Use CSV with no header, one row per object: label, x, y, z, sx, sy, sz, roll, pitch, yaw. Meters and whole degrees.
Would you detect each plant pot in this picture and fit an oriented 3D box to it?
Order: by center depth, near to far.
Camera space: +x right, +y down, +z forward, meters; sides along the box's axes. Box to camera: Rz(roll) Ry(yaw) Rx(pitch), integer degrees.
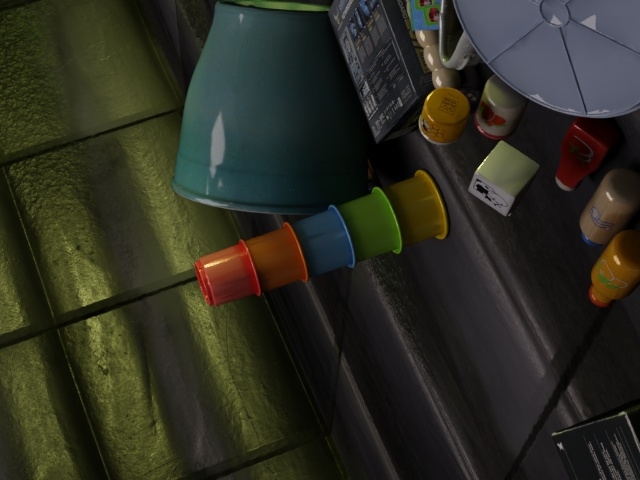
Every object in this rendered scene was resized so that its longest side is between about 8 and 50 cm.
plant pot,-0.060,-0.189,1.614,0.271,0.272,0.255,-138,50,-66

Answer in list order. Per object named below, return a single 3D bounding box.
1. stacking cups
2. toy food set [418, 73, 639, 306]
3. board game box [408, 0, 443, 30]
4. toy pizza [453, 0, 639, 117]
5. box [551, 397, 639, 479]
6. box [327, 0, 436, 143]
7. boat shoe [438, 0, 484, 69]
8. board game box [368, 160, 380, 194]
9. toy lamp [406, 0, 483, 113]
stacking cups,0.000,0.000,1.501,0.096,0.316,0.096,162,90,-76
toy food set,0.190,-0.050,1.038,0.232,0.111,0.104,35,158,11
board game box,0.096,-0.320,1.080,0.160,0.039,0.211,-74,-21,-53
toy pizza,0.187,-0.183,0.922,0.201,0.032,0.201,31,147,23
box,0.317,0.260,1.021,0.184,0.103,0.261,125,124,-71
box,0.080,-0.228,1.404,0.232,0.059,0.183,135,115,-77
boat shoe,0.137,-0.283,0.966,0.118,0.103,0.320,-122,17,-45
board game box,0.050,-0.063,1.817,0.170,0.048,0.141,107,144,-69
toy lamp,0.100,-0.256,1.242,0.080,0.080,0.274,-178,67,-77
